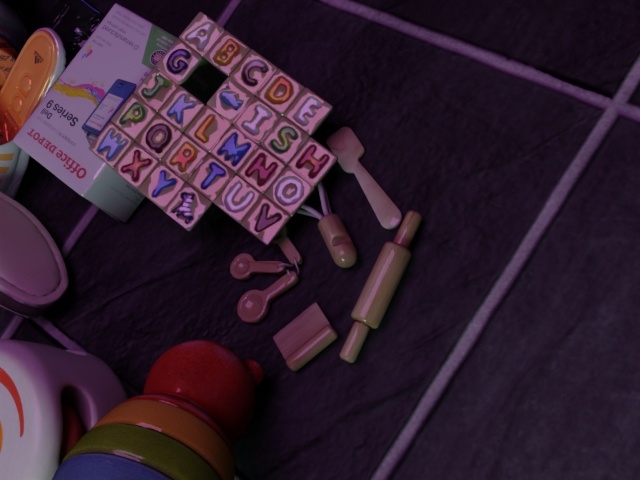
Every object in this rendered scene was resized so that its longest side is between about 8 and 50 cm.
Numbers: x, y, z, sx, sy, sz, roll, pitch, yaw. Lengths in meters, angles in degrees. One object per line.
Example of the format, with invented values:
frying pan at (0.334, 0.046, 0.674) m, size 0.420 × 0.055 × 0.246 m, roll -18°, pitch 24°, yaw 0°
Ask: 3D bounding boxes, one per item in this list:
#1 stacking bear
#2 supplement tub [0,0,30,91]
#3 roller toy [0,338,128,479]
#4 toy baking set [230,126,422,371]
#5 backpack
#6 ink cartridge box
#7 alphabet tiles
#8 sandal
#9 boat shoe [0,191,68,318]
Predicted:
stacking bear at (-0.145, 0.210, 0.867) m, size 0.175 × 0.164 × 0.289 m, roll 3°, pitch 40°, yaw 20°
supplement tub at (-0.501, -0.305, 1.289) m, size 0.194 × 0.193 × 0.316 m, roll -33°, pitch 58°, yaw 11°
roller toy at (-0.292, 0.202, 0.981) m, size 0.209 × 0.146 × 0.191 m, roll 44°, pitch 103°, yaw 32°
toy baking set at (0.005, 0.003, 0.987) m, size 0.197 × 0.030 × 0.256 m, roll 25°, pitch 81°, yaw 33°
backpack at (-0.306, -0.239, 1.223) m, size 0.105 × 0.084 × 0.114 m, roll 40°, pitch 94°, yaw 33°
ink cartridge box at (-0.236, -0.151, 1.143) m, size 0.154 × 0.093 × 0.212 m, roll 35°, pitch 88°, yaw 33°
alphabet tiles at (-0.106, -0.109, 1.036) m, size 0.237 × 0.009 × 0.198 m, roll 38°, pitch 87°, yaw 18°
sandal at (-0.400, -0.149, 1.189) m, size 0.102 × 0.076 × 0.265 m, roll 44°, pitch 117°, yaw 30°
boat shoe at (-0.434, -0.014, 1.150) m, size 0.324 × 0.116 × 0.096 m, roll 39°, pitch 125°, yaw 9°
